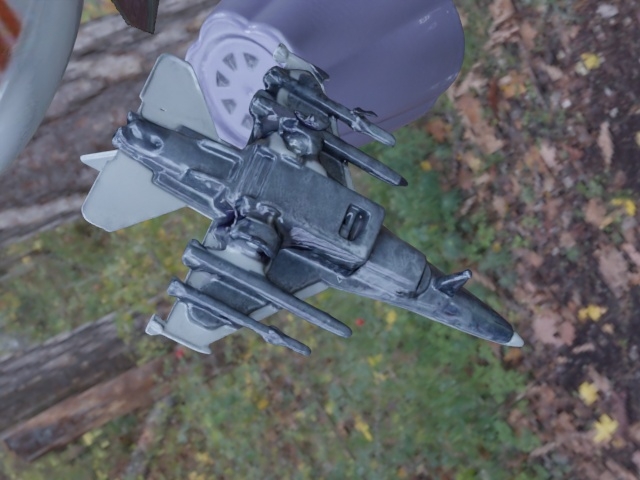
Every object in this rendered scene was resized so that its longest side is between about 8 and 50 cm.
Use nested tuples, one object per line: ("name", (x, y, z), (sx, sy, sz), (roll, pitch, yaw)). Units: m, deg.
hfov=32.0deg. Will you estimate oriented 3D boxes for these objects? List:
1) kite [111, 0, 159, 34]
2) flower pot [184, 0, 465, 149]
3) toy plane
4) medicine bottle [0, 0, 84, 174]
("kite", (-0.104, -0.219, 0.350), (0.360, 0.022, 0.204), (55, -146, -71))
("flower pot", (-0.013, -0.209, 1.262), (0.265, 0.243, 0.265), (25, 133, 30))
("toy plane", (-0.001, -0.008, 0.510), (0.234, 0.160, 0.082), (23, 155, -2))
("medicine bottle", (-0.377, -0.199, 0.867), (0.256, 0.325, 0.256), (-31, 47, 40))
